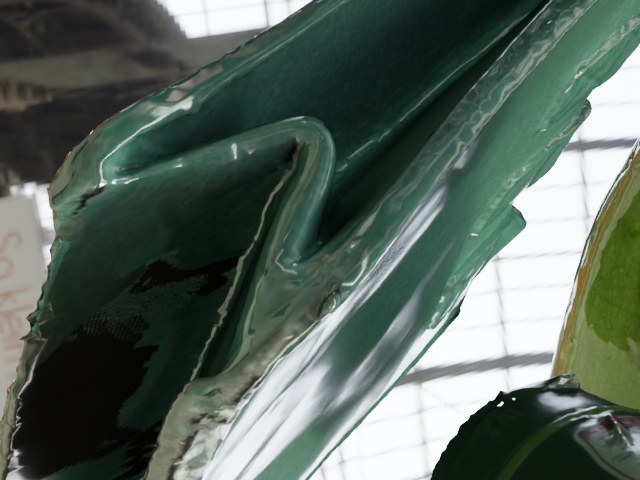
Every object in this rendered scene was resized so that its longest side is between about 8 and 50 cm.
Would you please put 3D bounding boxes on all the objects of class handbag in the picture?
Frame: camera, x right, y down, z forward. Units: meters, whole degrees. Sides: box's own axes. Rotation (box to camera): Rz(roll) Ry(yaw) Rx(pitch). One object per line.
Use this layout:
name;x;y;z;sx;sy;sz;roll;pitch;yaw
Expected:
handbag;-0.005;-0.002;0.523;0.100;0.274;0.268;38;-37;11

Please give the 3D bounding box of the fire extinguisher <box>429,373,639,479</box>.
fire extinguisher;0.139;0.115;0.423;0.294;0.118;0.093;19;-92;64

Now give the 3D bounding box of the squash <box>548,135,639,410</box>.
squash;0.163;0.052;0.676;0.118;0.118;0.370;38;-50;46
